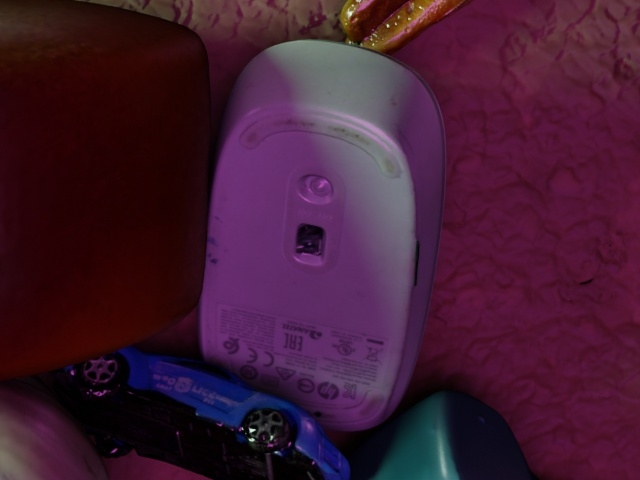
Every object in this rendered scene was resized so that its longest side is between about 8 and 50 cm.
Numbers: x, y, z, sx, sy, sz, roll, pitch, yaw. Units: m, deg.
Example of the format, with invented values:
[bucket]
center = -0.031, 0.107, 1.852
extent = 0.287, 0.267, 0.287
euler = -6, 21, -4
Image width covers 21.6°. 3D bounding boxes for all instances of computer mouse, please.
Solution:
[computer mouse]
center = 0.001, -0.004, 1.131
extent = 0.159, 0.097, 0.288
euler = 10, 125, 7

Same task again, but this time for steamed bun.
[steamed bun]
center = -0.257, -0.034, 1.026
extent = 0.379, 0.248, 0.235
euler = 1, 104, -4

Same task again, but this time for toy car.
[toy car]
center = -0.080, 0.121, 1.139
extent = 0.216, 0.063, 0.103
euler = 16, 147, 13

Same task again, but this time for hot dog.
[hot dog]
center = 0.072, -0.174, 1.126
extent = 0.144, 0.038, 0.062
euler = -39, 107, 8

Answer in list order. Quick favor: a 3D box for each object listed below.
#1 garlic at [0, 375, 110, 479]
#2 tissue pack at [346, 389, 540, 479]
[garlic]
center = -0.254, 0.186, 1.104
extent = 0.237, 0.210, 0.292
euler = -36, 112, -3
[tissue pack]
center = 0.121, 0.264, 1.161
extent = 0.287, 0.198, 0.206
euler = 35, 111, -15
